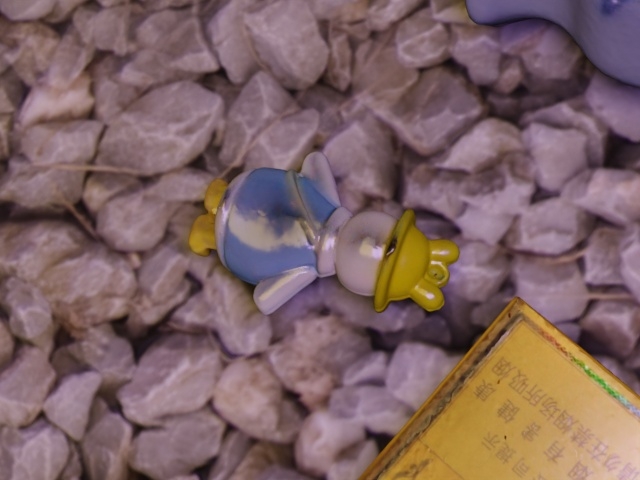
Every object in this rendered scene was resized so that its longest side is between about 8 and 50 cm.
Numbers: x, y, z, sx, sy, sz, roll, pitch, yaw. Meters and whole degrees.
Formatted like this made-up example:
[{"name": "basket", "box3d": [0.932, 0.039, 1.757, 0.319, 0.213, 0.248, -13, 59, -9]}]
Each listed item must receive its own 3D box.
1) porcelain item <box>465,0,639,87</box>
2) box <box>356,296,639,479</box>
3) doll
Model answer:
[{"name": "porcelain item", "box3d": [0.332, -0.234, 1.181, 0.405, 0.178, 0.243, 14, 80, 22]}, {"name": "box", "box3d": [0.137, 0.223, 1.164, 0.193, 0.084, 0.301, 41, 88, 20]}, {"name": "doll", "box3d": [0.000, 0.001, 1.251, 0.241, 0.099, 0.135, 16, 41, 17]}]
